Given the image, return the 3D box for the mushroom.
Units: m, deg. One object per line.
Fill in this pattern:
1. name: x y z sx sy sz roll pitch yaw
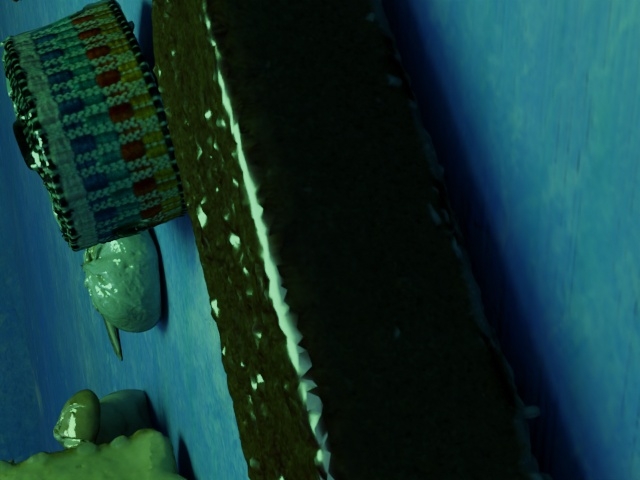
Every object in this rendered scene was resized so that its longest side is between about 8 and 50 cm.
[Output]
1. mushroom: -0.273 0.245 1.366 0.225 0.093 0.116 21 -115 -72

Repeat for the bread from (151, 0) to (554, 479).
1. bread: 0.000 0.000 0.570 0.165 0.113 0.417 126 132 -62

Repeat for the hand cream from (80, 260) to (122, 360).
1. hand cream: -0.314 0.094 1.576 0.057 0.037 0.165 -152 48 -64

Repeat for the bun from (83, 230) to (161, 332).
1. bun: -0.233 0.039 1.248 0.141 0.083 0.141 171 90 -72

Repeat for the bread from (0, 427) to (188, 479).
1. bread: -0.299 0.446 1.212 0.279 0.371 0.390 -121 31 -48

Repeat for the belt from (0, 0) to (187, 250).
1. belt: -0.218 -0.108 1.051 0.257 0.150 0.207 -126 23 -51
